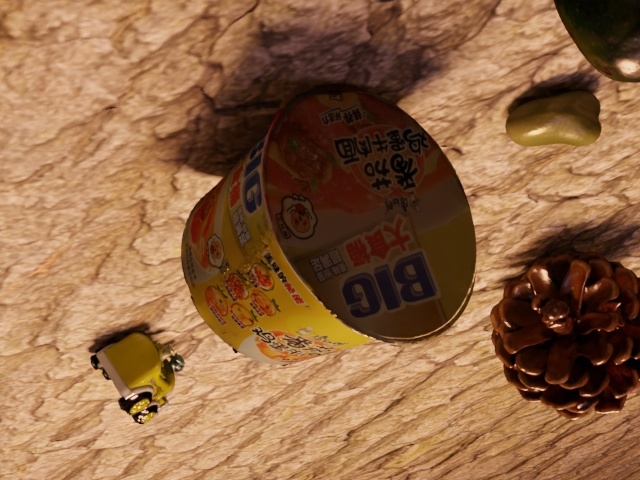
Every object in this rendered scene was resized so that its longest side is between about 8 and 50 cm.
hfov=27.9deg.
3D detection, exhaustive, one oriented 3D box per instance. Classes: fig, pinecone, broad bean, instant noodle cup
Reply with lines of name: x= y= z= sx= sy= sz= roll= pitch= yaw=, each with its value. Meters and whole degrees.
fig: x=0.230 y=-0.187 z=0.833 sx=0.177 sy=0.117 sz=0.117 roll=-45 pitch=148 yaw=19
pinecone: x=0.275 y=0.099 z=1.422 sx=0.212 sy=0.168 sz=0.185 roll=29 pitch=99 yaw=-46
broad bean: x=0.197 y=-0.100 z=1.078 sx=0.083 sy=0.045 sz=0.063 roll=-5 pitch=166 yaw=-10
instant noodle cup: x=0.000 y=0.000 z=0.989 sx=0.205 sy=0.205 sz=0.153 roll=1 pitch=161 yaw=-37

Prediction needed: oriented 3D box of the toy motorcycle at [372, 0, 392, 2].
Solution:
toy motorcycle: x=0.100 y=-0.198 z=0.729 sx=0.193 sy=0.061 sz=0.124 roll=-27 pitch=164 yaw=5

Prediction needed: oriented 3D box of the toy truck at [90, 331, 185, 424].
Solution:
toy truck: x=-0.179 y=0.135 z=1.316 sx=0.077 sy=0.076 sz=0.111 roll=-37 pitch=159 yaw=-5
